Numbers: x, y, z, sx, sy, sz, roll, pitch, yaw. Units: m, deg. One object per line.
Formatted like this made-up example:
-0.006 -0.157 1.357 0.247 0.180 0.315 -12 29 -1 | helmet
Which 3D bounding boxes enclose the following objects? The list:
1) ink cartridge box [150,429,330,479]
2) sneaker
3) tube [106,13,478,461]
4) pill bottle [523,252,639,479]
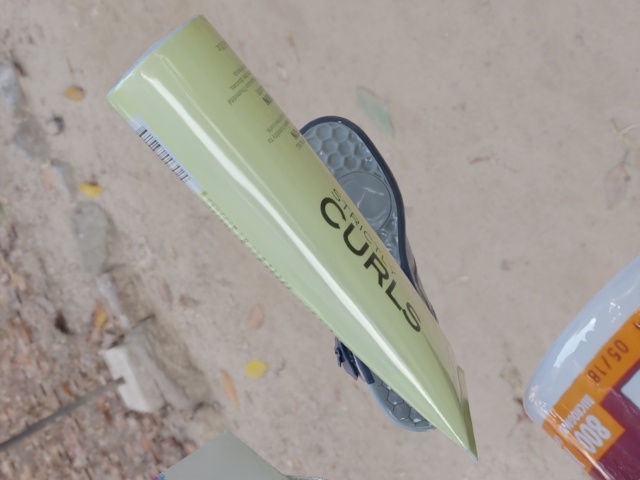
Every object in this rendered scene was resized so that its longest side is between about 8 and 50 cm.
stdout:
-0.058 0.175 0.482 0.090 0.143 0.092 33 131 29 | ink cartridge box
0.032 0.021 0.721 0.163 0.086 0.226 -87 -23 -87 | sneaker
0.000 0.000 0.467 0.240 0.070 0.062 49 147 -11 | tube
0.346 0.171 0.628 0.392 0.224 0.224 46 143 23 | pill bottle
